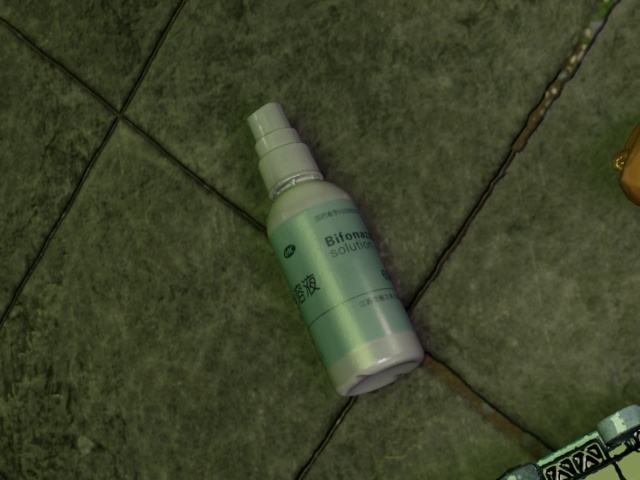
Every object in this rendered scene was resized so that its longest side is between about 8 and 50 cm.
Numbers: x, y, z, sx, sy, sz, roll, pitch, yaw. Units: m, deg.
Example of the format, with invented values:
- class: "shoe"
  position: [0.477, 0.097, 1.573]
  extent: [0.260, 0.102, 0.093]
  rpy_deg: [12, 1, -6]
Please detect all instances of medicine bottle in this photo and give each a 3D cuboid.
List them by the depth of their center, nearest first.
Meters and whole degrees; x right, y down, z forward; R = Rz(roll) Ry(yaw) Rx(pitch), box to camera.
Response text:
- class: "medicine bottle"
  position: [0.000, 0.000, 1.405]
  extent: [0.110, 0.110, 0.352]
  rpy_deg: [-32, 71, 22]

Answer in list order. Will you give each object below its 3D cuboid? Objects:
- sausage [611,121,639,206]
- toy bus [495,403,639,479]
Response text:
- class: "sausage"
  position: [0.404, -0.070, 1.184]
  extent: [0.241, 0.136, 0.120]
  rpy_deg: [4, 93, 33]
- class: "toy bus"
  position: [0.268, 0.260, 1.210]
  extent: [0.256, 0.147, 0.128]
  rpy_deg: [-32, 69, 17]
